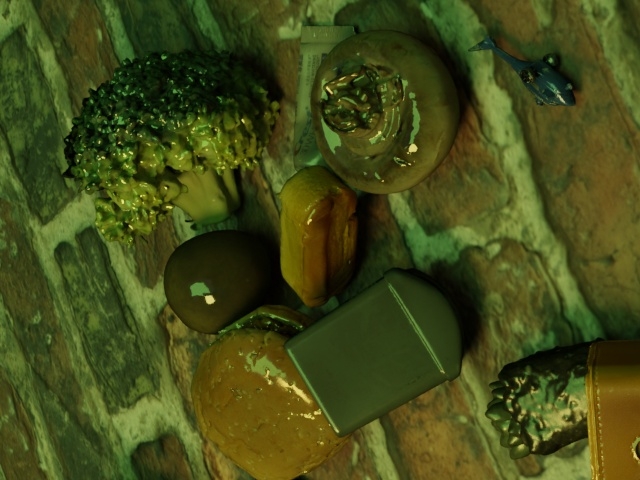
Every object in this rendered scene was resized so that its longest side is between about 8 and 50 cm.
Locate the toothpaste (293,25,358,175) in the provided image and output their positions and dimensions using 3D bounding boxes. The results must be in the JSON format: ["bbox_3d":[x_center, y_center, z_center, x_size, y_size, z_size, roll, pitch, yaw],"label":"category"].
[{"bbox_3d":[0.002,-0.179,1.735,0.099,0.068,0.282,6,97,12],"label":"toothpaste"}]

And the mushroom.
[{"bbox_3d":[0.080,-0.173,1.585,0.226,0.178,0.226,8,107,30],"label":"mushroom"}]

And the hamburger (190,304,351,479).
[{"bbox_3d":[-0.075,0.244,1.790,0.259,0.144,0.283,36,136,0],"label":"hamburger"}]

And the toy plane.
[{"bbox_3d":[0.265,-0.218,1.505,0.167,0.054,0.062,42,149,26],"label":"toy plane"}]

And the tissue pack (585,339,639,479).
[{"bbox_3d":[0.445,0.213,1.309,0.275,0.145,0.194,-4,95,16],"label":"tissue pack"}]

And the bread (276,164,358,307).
[{"bbox_3d":[0.000,0.000,1.698,0.094,0.102,0.245,46,151,32],"label":"bread"}]

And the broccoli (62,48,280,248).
[{"bbox_3d":[-0.225,-0.151,1.837,0.293,0.348,0.280,-109,-3,-58],"label":"broccoli"}]

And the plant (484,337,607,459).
[{"bbox_3d":[0.298,0.205,1.504,0.194,0.132,0.129,-28,78,36],"label":"plant"}]

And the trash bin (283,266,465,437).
[{"bbox_3d":[0.088,0.148,1.625,0.236,0.101,0.176,-31,88,4],"label":"trash bin"}]

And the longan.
[{"bbox_3d":[-0.165,0.066,1.850,0.189,0.189,0.189,10,105,39],"label":"longan"}]
